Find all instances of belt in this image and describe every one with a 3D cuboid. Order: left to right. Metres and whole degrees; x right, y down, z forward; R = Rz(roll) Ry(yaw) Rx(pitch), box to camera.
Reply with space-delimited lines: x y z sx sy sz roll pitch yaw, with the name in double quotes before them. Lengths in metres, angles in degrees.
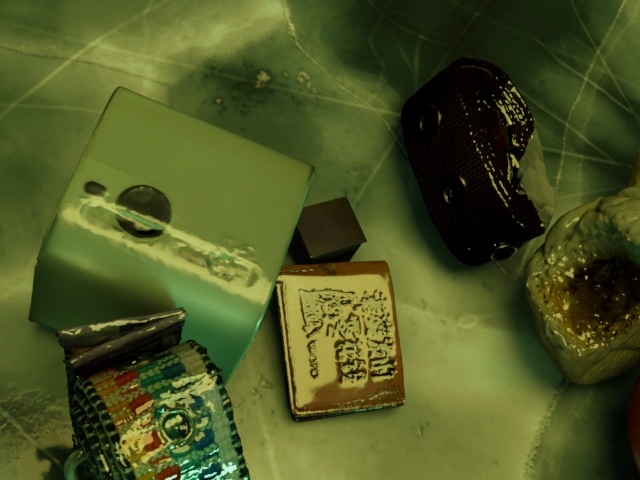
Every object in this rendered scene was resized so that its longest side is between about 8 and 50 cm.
"belt" -0.179 0.235 1.057 0.160 0.295 0.207 -18 40 -24
"belt" 0.213 -0.103 1.444 0.184 0.164 0.289 14 54 -41

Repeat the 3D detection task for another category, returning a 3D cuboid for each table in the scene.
"table" 0.000 0.000 1.356 0.083 0.082 0.070 -16 69 -25

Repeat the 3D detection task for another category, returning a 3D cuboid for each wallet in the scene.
"wallet" 0.026 0.123 1.297 0.160 0.042 0.196 -3 81 -20

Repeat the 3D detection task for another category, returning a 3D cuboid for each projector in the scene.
"projector" -0.173 0.003 1.199 0.249 0.248 0.249 22 58 -6

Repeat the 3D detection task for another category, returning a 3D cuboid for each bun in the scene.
"bun" 0.392 0.046 1.367 0.281 0.282 0.205 -13 56 -24

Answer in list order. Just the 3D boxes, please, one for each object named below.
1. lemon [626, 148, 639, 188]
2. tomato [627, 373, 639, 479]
"lemon" 0.577 -0.048 1.488 0.263 0.236 0.236 26 56 20
"tomato" 0.558 0.239 1.285 0.325 0.293 0.290 27 60 -25
